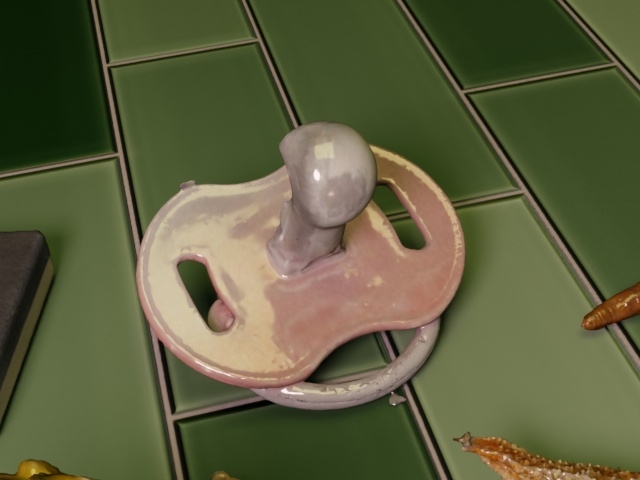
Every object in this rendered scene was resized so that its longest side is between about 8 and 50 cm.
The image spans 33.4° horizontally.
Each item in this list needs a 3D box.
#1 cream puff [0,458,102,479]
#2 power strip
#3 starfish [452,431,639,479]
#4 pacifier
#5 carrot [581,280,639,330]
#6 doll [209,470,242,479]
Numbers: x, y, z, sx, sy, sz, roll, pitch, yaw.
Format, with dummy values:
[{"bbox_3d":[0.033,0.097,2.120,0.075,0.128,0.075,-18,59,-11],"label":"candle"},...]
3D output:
[{"bbox_3d":[-0.180,0.275,0.585,0.379,0.378,0.275,-13,56,-11],"label":"cream puff"},{"bbox_3d":[-0.345,0.093,1.051,0.105,0.070,0.256,-2,38,6],"label":"power strip"},{"bbox_3d":[0.239,0.218,0.830,0.294,0.084,0.301,-8,52,0],"label":"starfish"},{"bbox_3d":[-0.012,0.003,1.023,0.332,0.273,0.220,-21,27,-20],"label":"pacifier"},{"bbox_3d":[0.326,0.054,1.068,0.165,0.035,0.036,-26,45,-21],"label":"carrot"},{"bbox_3d":[-0.091,0.237,0.871,0.062,0.051,0.093,25,49,21],"label":"doll"}]
